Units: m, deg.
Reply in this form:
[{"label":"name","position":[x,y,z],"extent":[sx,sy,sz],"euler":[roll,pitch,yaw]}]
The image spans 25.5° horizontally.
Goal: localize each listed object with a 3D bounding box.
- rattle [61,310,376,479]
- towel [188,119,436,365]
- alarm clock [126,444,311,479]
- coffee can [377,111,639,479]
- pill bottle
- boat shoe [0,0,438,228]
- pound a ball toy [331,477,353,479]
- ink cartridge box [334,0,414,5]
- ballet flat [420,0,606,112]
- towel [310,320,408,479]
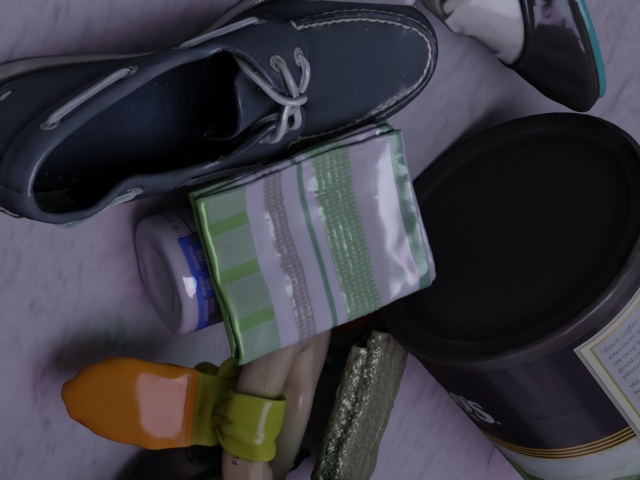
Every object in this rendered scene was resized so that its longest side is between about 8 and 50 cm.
[{"label":"rattle","position":[-0.058,0.084,0.947],"extent":[0.199,0.143,0.130],"euler":[-63,145,-52]},{"label":"towel","position":[0.000,0.000,0.862],"extent":[0.152,0.023,0.113],"euler":[-22,102,-31]},{"label":"alarm clock","position":[-0.092,0.216,0.986],"extent":[0.129,0.064,0.192],"euler":[19,100,-37]},{"label":"coffee can","position":[0.190,0.073,1.000],"extent":[0.201,0.201,0.275],"euler":[-45,129,-5]},{"label":"pill bottle","position":[-0.041,0.003,0.900],"extent":[0.137,0.078,0.078],"euler":[-19,122,-23]},{"label":"boat shoe","position":[-0.053,-0.075,0.839],"extent":[0.319,0.099,0.116],"euler":[-16,119,-26]},{"label":"pound a ball toy","position":[-0.094,0.270,0.860],"extent":[0.319,0.135,0.208],"euler":[-27,145,3]},{"label":"ink cartridge box","position":[0.001,-0.197,0.793],"extent":[0.090,0.143,0.092],"euler":[-56,131,-19]},{"label":"ballet flat","position":[0.099,-0.196,0.886],"extent":[0.096,0.095,0.280],"euler":[-24,114,-8]},{"label":"towel","position":[0.030,0.122,1.002],"extent":[0.110,0.027,0.148],"euler":[-24,133,-69]}]
